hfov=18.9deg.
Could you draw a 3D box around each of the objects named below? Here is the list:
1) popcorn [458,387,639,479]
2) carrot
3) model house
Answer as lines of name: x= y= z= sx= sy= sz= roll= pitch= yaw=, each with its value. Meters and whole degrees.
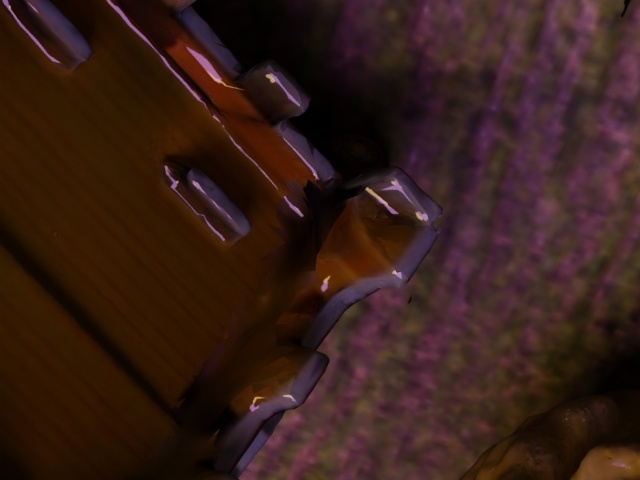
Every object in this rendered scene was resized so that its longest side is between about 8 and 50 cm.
popcorn: x=0.129 y=0.155 z=0.673 sx=0.218 sy=0.169 sz=0.189 roll=40 pitch=127 yaw=-10
carrot: x=0.000 y=0.000 z=0.685 sx=0.032 sy=0.032 sz=0.093 roll=24 pitch=132 yaw=-2
model house: x=-0.122 y=0.007 z=0.608 sx=0.224 sy=0.198 sz=0.215 roll=46 pitch=150 yaw=-19
